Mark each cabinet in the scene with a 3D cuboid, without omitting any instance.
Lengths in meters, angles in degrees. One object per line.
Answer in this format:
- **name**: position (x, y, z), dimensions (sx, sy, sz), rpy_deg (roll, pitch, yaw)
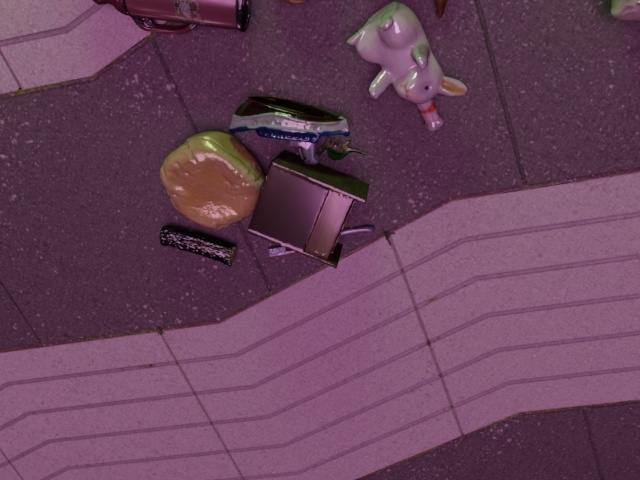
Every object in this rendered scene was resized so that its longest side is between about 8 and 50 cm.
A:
- **cabinet**: position (-0.023, -0.074, 1.276), dimensions (0.215, 0.148, 0.174), rpy_deg (22, 111, 1)

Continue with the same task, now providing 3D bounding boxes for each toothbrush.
- **toothbrush**: position (0.000, 0.000, 1.381), dimensions (0.269, 0.021, 0.027), rpy_deg (-14, 117, 9)

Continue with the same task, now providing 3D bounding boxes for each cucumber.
- **cucumber**: position (-0.297, 0.008, 1.385), dimensions (0.187, 0.058, 0.058), rpy_deg (18, 113, -5)

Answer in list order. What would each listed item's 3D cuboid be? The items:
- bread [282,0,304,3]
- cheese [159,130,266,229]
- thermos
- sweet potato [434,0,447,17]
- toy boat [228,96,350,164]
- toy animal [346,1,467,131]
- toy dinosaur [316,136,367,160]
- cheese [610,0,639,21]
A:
- **bread**: position (-0.043, -0.618, 1.082), dimensions (0.142, 0.091, 0.305), rpy_deg (-2, 113, 10)
- **cheese**: position (-0.245, -0.130, 1.292), dimensions (0.214, 0.117, 0.226), rpy_deg (-36, 111, 23)
- **thermos**: position (-0.311, -0.495, 1.151), dimensions (0.330, 0.136, 0.109), rpy_deg (8, 86, 0)
- **sweet potato**: position (0.245, -0.556, 1.106), dimensions (0.068, 0.068, 0.226), rpy_deg (-6, 123, 6)
- **toy boat**: position (-0.069, -0.236, 1.234), dimensions (0.262, 0.114, 0.115), rpy_deg (13, 118, 0)
- **toy animal**: position (0.184, -0.341, 1.155), dimensions (0.141, 0.138, 0.282), rpy_deg (-16, 111, 49)
- **toy dinosaur**: position (0.046, -0.205, 1.292), dimensions (0.120, 0.029, 0.060), rpy_deg (12, 129, -7)
- **cheese**: position (0.641, -0.513, 1.045), dimensions (0.198, 0.154, 0.189), rpy_deg (-6, 114, 19)
